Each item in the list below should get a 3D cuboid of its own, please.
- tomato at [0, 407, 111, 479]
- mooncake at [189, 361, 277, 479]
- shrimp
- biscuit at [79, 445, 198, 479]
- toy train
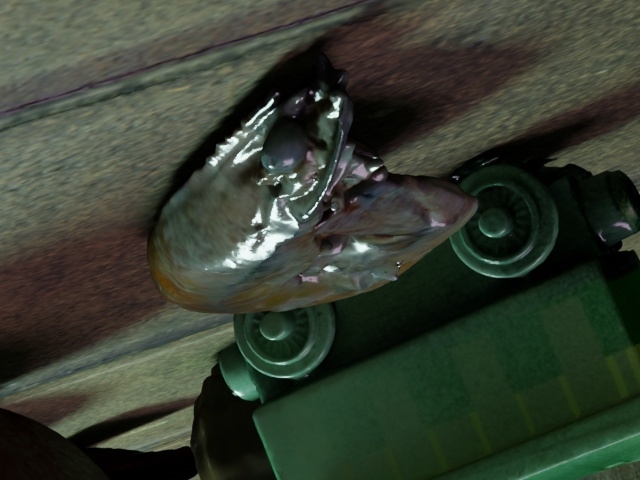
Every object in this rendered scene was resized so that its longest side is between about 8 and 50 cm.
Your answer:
[{"bbox_3d":[-0.250,0.255,1.240,0.316,0.317,0.282,-27,135,34],"label":"tomato"},{"bbox_3d":[-0.012,0.188,1.607,0.124,0.228,0.228,-23,170,21],"label":"mooncake"},{"bbox_3d":[0.005,-0.017,0.953,0.164,0.062,0.317,-9,165,-13],"label":"shrimp"},{"bbox_3d":[-0.239,0.228,1.823,0.235,0.063,0.151,-23,170,30],"label":"biscuit"},{"bbox_3d":[0.080,0.073,1.227,0.301,0.202,0.120,-25,174,23],"label":"toy train"}]
